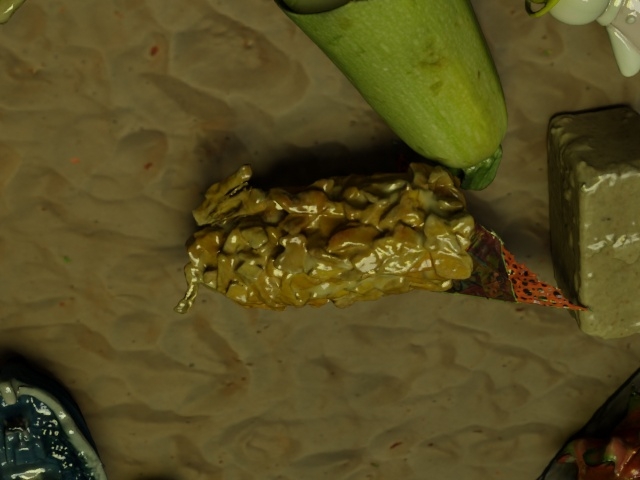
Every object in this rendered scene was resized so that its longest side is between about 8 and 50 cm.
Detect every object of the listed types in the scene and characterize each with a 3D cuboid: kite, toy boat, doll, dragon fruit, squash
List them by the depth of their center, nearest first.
[{"bbox_3d":[0.096,-0.136,1.277,0.137,0.137,0.287,-35,129,12],"label":"squash"},{"bbox_3d":[0.243,-0.194,1.283,0.207,0.081,0.129,9,113,-15],"label":"doll"},{"bbox_3d":[0.122,0.017,1.410,0.222,0.008,0.125,40,145,2],"label":"kite"},{"bbox_3d":[-0.248,0.235,1.433,0.129,0.142,0.309,-8,125,-3],"label":"toy boat"},{"bbox_3d":[0.304,0.219,1.535,0.135,0.137,0.236,-17,128,-18],"label":"dragon fruit"}]

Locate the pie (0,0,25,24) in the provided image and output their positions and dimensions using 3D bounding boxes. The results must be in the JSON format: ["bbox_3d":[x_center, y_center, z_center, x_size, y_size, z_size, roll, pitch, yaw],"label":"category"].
[{"bbox_3d":[-0.317,-0.247,1.152,0.274,0.055,0.274,-5,124,-8],"label":"pie"}]

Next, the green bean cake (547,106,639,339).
[{"bbox_3d":[0.246,-0.015,1.385,0.085,0.109,0.179,-10,125,-5],"label":"green bean cake"}]

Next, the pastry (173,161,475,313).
[{"bbox_3d":[0.000,0.000,1.317,0.250,0.102,0.154,-5,166,4],"label":"pastry"}]
